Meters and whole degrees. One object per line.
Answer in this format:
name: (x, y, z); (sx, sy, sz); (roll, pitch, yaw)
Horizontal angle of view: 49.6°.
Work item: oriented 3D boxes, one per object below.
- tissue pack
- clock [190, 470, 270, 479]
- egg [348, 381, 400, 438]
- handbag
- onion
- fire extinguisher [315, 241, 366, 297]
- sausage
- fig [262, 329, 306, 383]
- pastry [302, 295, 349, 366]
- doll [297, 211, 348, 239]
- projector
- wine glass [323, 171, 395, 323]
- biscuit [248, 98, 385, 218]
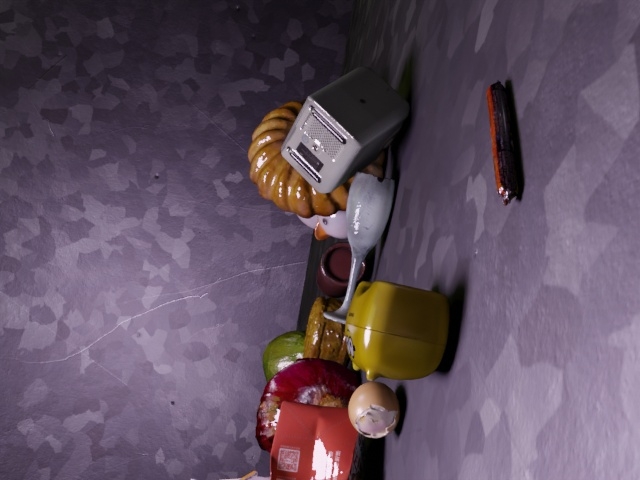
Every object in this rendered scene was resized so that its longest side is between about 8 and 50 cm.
tissue pack: (0.097, 0.122, 0.922); (0.178, 0.123, 0.127); (156, 124, -83)
clock: (-0.104, 0.535, 1.245); (0.235, 0.310, 0.166); (-85, 9, -48)
egg: (0.082, 0.255, 1.062); (0.096, 0.080, 0.080); (-83, 5, -66)
handbag: (-0.020, 0.425, 1.113); (0.171, 0.151, 0.298); (83, -162, -46)
onion: (-0.028, 0.342, 1.432); (0.216, 0.207, 0.206); (125, 153, -64)
fire extinguisher: (0.053, 0.069, 1.668); (0.138, 0.102, 0.344); (-51, -5, -10)
sausage: (0.205, -0.116, 0.786); (0.028, 0.025, 0.198); (60, -152, -45)
fig: (-0.035, 0.320, 1.846); (0.235, 0.203, 0.203); (-36, 36, 41)
pastry: (0.019, 0.225, 1.659); (0.189, 0.103, 0.188); (-169, 90, -85)
doll: (0.051, -0.109, 1.694); (0.251, 0.221, 0.221); (-52, -1, -13)
projector: (0.058, -0.234, 1.440); (0.242, 0.163, 0.177); (-41, -8, -40)
wine glass: (0.000, 0.000, 1.425); (0.096, 0.265, 0.309); (-128, 48, -83)
biscuit: (-0.010, -0.205, 1.601); (0.107, 0.326, 0.325); (96, -178, -62)
